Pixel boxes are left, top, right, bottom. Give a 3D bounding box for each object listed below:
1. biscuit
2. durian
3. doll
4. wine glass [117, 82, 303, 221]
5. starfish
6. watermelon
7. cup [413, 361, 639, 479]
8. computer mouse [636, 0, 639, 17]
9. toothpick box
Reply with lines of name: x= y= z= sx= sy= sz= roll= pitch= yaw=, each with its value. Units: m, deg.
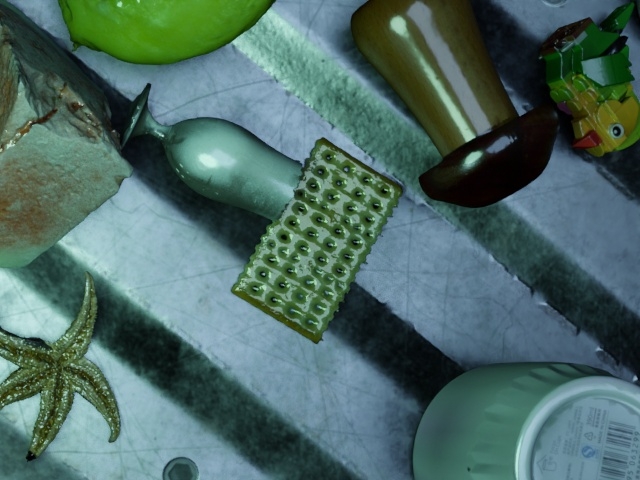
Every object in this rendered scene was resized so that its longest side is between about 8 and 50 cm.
biscuit: x=0.000 y=0.000 z=1.856 sx=0.139 sy=0.016 sz=0.231 roll=32 pitch=83 yaw=-9
durian: x=-0.162 y=-0.336 z=1.713 sx=0.256 sy=0.204 sz=0.339 roll=31 pitch=122 yaw=-9
doll: x=0.360 y=-0.204 z=1.891 sx=0.134 sy=0.106 sz=0.186 roll=-14 pitch=92 yaw=-24
wine glass: x=-0.137 y=-0.103 z=1.785 sx=0.222 sy=0.103 sz=0.103 roll=26 pitch=84 yaw=-11
starfish: x=-0.317 y=0.152 z=1.766 sx=0.213 sy=0.057 sz=0.238 roll=29 pitch=88 yaw=-18
watermelon: x=-0.348 y=-0.129 z=1.688 sx=0.193 sy=0.232 sz=0.310 roll=35 pitch=59 yaw=-43
cup: x=0.270 y=0.264 z=1.742 sx=0.253 sy=0.371 sz=0.253 roll=1 pitch=82 yaw=-10
computer mouse: x=0.509 y=-0.398 z=1.921 sx=0.184 sy=0.121 sz=0.297 roll=14 pitch=88 yaw=-11
toothpick box: x=0.167 y=-0.185 z=1.811 sx=0.192 sy=0.192 sz=0.294 roll=-30 pitch=91 yaw=-11
